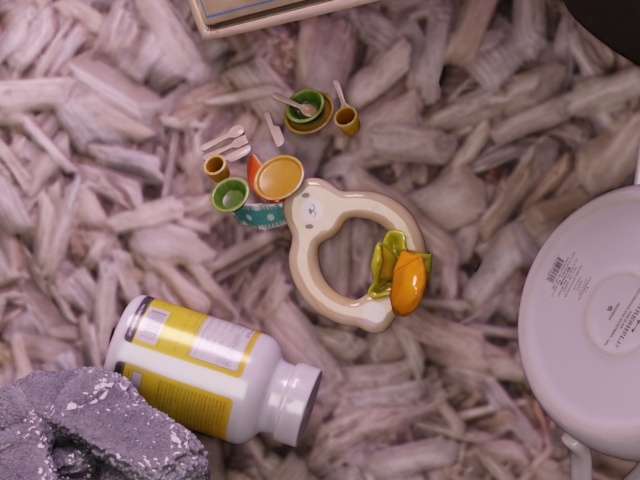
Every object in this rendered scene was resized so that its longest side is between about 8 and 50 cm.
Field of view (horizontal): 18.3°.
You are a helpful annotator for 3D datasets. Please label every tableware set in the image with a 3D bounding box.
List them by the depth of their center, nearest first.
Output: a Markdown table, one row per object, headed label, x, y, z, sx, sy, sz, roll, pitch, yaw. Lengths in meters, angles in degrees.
| label | x | y | z | sx | sy | sz | roll | pitch | yaw |
| --- | --- | --- | --- | --- | --- | --- | --- | --- | --- |
| tableware set | -0.037 | -0.086 | 1.805 | 0.154 | 0.024 | 0.104 | -25 | 53 | 5 |

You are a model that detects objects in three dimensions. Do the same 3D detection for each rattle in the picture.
| label | x | y | z | sx | sy | sz | roll | pitch | yaw |
| --- | --- | --- | --- | --- | --- | --- | --- | --- | --- |
| rattle | 0.000 | 0.000 | 1.773 | 0.199 | 0.143 | 0.130 | 42 | 113 | -1 |

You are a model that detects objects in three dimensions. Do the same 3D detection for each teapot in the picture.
| label | x | y | z | sx | sy | sz | roll | pitch | yaw |
| --- | --- | --- | --- | --- | --- | --- | --- | --- | --- |
| teapot | 0.306 | 0.083 | 1.715 | 0.256 | 0.187 | 0.253 | -22 | 65 | 35 |

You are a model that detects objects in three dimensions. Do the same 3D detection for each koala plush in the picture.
| label | x | y | z | sx | sy | sz | roll | pitch | yaw |
| --- | --- | --- | --- | --- | --- | --- | --- | --- | --- |
| koala plush | -0.202 | 0.241 | 1.755 | 0.196 | 0.221 | 0.203 | -31 | 47 | -17 |

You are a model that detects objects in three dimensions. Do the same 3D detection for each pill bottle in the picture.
| label | x | y | z | sx | sy | sz | roll | pitch | yaw |
| --- | --- | --- | --- | --- | --- | --- | --- | --- | --- |
| pill bottle | -0.097 | 0.123 | 1.797 | 0.184 | 0.103 | 0.103 | 18 | 92 | 7 |

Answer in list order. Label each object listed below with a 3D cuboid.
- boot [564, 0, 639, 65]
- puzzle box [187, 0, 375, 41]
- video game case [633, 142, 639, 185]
| label | x | y | z | sx | sy | sz | roll | pitch | yaw |
| --- | --- | --- | --- | --- | --- | --- | --- | --- | --- |
| boot | 0.369 | -0.205 | 1.764 | 0.305 | 0.112 | 0.115 | 16 | 61 | 11 |
| puzzle box | -0.010 | -0.323 | 1.655 | 0.052 | 0.409 | 0.272 | -30 | 104 | -37 |
| video game case | 0.362 | -0.060 | 1.786 | 0.157 | 0.019 | 0.143 | 8 | 91 | 7 |
